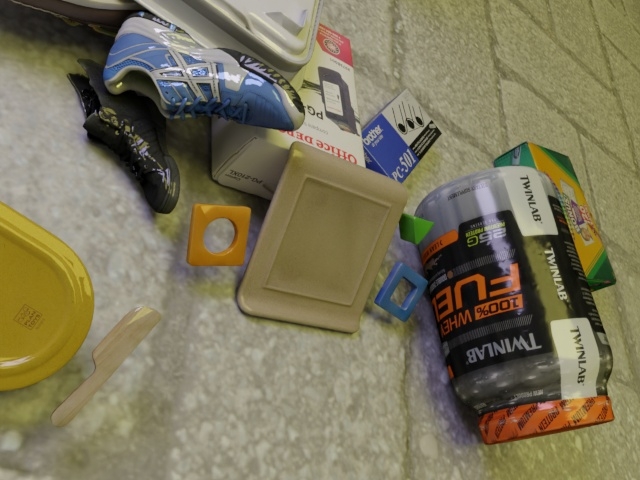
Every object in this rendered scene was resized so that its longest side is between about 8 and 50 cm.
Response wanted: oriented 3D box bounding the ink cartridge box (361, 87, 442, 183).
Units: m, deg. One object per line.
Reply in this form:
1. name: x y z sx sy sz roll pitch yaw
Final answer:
1. ink cartridge box: 0.113 -0.153 0.962 0.097 0.046 0.207 50 43 -8

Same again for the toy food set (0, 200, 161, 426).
1. toy food set: -0.255 0.048 0.490 0.218 0.071 0.128 38 70 -18

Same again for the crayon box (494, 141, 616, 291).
1. crayon box: 0.447 -0.039 1.184 0.165 0.081 0.278 6 63 -41

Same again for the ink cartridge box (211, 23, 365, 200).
1. ink cartridge box: -0.043 -0.173 0.785 0.172 0.100 0.237 16 57 -36

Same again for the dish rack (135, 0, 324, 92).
1. dish rack: -0.098 -0.350 0.715 0.285 0.072 0.333 31 47 -27

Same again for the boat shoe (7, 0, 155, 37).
1. boat shoe: -0.233 -0.271 0.665 0.324 0.097 0.116 -13 77 -46

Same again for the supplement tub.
1. supplement tub: 0.258 0.088 0.839 0.207 0.207 0.338 10 60 -40

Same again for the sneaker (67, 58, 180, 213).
1. sneaker: -0.203 -0.106 0.635 0.089 0.051 0.170 6 59 -41

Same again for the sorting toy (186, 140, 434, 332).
1. sorting toy: 0.000 0.000 0.725 0.348 0.047 0.196 16 94 -37

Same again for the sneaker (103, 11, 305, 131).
1. sneaker: -0.117 -0.150 0.626 0.211 0.080 0.081 22 68 6
